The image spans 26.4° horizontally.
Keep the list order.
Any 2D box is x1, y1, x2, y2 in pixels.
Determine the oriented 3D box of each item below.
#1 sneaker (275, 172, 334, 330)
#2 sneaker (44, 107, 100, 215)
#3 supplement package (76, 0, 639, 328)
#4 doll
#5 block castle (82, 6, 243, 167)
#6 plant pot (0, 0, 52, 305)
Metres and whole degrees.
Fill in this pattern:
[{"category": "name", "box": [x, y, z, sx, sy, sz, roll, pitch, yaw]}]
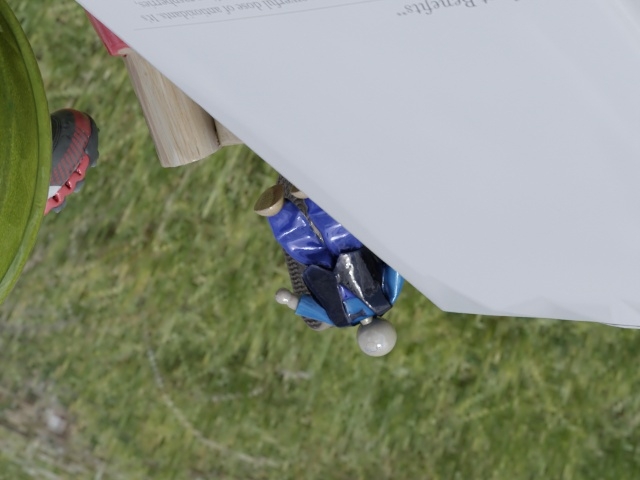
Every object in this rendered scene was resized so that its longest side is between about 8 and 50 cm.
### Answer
[{"category": "sneaker", "box": [0.000, 0.000, 1.474, 0.066, 0.071, 0.188, 2, 103, 48]}, {"category": "sneaker", "box": [-0.353, -0.063, 1.419, 0.098, 0.276, 0.135, 38, 159, 39]}, {"category": "supplement package", "box": [0.054, -0.113, 0.420, 0.178, 0.175, 0.293, 1, 151, 43]}, {"category": "doll", "box": [0.013, 0.028, 1.233, 0.129, 0.046, 0.189, -25, 114, 19]}, {"category": "block castle", "box": [0.051, -0.237, 1.130, 0.453, 0.303, 0.212, -17, 99, 16]}, {"category": "plant pot", "box": [-0.366, -0.071, 0.761, 0.367, 0.366, 0.353, 21, 177, 1]}]
